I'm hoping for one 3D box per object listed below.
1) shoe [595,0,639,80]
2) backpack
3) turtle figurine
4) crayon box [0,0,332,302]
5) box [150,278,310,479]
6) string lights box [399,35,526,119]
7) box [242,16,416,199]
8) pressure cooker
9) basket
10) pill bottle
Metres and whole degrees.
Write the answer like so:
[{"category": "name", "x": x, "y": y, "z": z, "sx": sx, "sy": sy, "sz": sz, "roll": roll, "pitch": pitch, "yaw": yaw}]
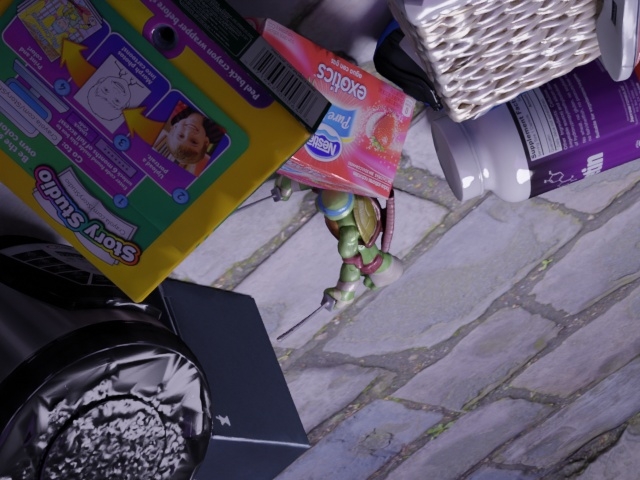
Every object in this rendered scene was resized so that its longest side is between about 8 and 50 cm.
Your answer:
[{"category": "shoe", "x": 0.326, "y": -0.230, "z": 1.315, "sx": 0.081, "sy": 0.063, "sz": 0.178, "roll": -20, "pitch": 149, "yaw": -3}, {"category": "backpack", "x": 0.131, "y": -0.244, "z": 1.731, "sx": 0.120, "sy": 0.101, "sz": 0.098, "roll": 26, "pitch": 126, "yaw": -10}, {"category": "turtle figurine", "x": 0.000, "y": 0.000, "z": 1.911, "sx": 0.275, "sy": 0.198, "sz": 0.266, "roll": -55, "pitch": 155, "yaw": 3}, {"category": "crayon box", "x": -0.227, "y": -0.158, "z": 1.446, "sx": 0.363, "sy": 0.106, "sz": 0.313, "roll": 43, "pitch": 119, "yaw": -9}, {"category": "box", "x": -0.253, "y": 0.300, "z": 2.099, "sx": 0.212, "sy": 0.293, "sz": 0.395, "roll": 14, "pitch": 133, "yaw": -43}, {"category": "string lights box", "x": 0.222, "y": -0.248, "z": 1.647, "sx": 0.077, "sy": 0.133, "sz": 0.259, "roll": -49, "pitch": 168, "yaw": 34}, {"category": "box", "x": -0.039, "y": -0.164, "z": 1.649, "sx": 0.300, "sy": 0.154, "sz": 0.142, "roll": 21, "pitch": 83, "yaw": -48}, {"category": "pressure cooker", "x": -0.398, "y": 0.195, "z": 1.778, "sx": 0.375, "sy": 0.420, "sz": 0.370, "roll": -34, "pitch": 131, "yaw": -23}, {"category": "basket", "x": 0.198, "y": -0.362, "z": 1.400, "sx": 0.331, "sy": 0.328, "sz": 0.266, "roll": -27, "pitch": 151, "yaw": 5}, {"category": "pill bottle", "x": 0.330, "y": -0.166, "z": 1.883, "sx": 0.323, "sy": 0.181, "sz": 0.181, "roll": -20, "pitch": 147, "yaw": -4}]
